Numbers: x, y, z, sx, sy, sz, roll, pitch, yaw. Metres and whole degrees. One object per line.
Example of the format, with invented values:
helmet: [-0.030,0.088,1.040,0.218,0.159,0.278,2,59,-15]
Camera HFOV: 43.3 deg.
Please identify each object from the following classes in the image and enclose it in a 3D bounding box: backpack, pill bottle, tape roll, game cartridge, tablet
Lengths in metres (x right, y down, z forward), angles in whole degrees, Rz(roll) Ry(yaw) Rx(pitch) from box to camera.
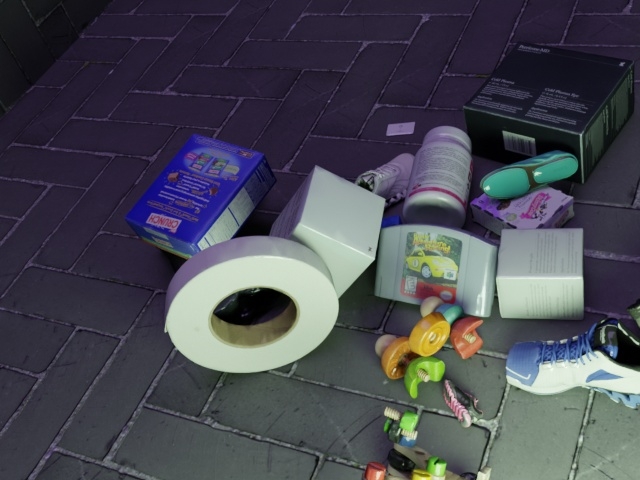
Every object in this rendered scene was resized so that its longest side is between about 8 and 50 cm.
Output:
backpack: [0.160,-0.007,2.069,0.120,0.098,0.101,-16,22,17]
pill bottle: [0.315,-0.159,2.109,0.160,0.160,0.283,0,48,20]
tape roll: [-0.155,0.153,1.818,0.392,0.392,0.072,-18,44,3]
game cartridge: [0.270,0.060,1.904,0.294,0.060,0.196,9,95,28]
tablet: [0.241,-0.336,2.419,0.083,0.006,0.054,-2,47,18]

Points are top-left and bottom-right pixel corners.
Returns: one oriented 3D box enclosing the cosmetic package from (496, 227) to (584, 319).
cosmetic package: [0.499,0.075,1.817,0.184,0.151,0.151,0,47,20]

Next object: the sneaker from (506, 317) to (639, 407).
sneaker: [0.539,0.227,1.633,0.315,0.182,0.127,5,48,24]

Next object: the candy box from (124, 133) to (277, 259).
candy box: [-0.315,-0.110,2.128,0.268,0.122,0.317,20,62,34]

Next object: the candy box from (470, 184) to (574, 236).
candy box: [0.506,-0.078,2.022,0.165,0.070,0.196,-39,46,-19]

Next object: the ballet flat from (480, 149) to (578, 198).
ballet flat: [0.514,-0.165,2.010,0.247,0.083,0.087,-16,18,3]

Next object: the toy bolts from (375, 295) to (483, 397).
toy bolts: [0.231,0.193,1.778,0.228,0.218,0.158,-27,44,-26]

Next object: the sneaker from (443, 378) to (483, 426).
sneaker: [0.304,0.342,1.715,0.057,0.047,0.119,-15,46,-15]

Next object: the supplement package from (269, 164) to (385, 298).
supplement package: [0.000,0.000,1.954,0.199,0.262,0.198,25,48,-13]

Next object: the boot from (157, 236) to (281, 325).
boot: [-0.230,0.005,2.160,0.367,0.146,0.445,-39,43,-7]

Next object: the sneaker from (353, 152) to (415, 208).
sneaker: [0.165,-0.152,2.192,0.110,0.118,0.292,23,57,38]

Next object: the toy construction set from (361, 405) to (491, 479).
toy construction set: [0.192,0.505,1.493,0.237,0.257,0.309,20,77,20]

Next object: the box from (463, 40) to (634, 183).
box: [0.618,-0.353,2.172,0.343,0.179,0.312,22,59,35]

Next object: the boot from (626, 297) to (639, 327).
boot: [0.727,0.181,1.673,0.083,0.161,0.246,-37,-13,38]
